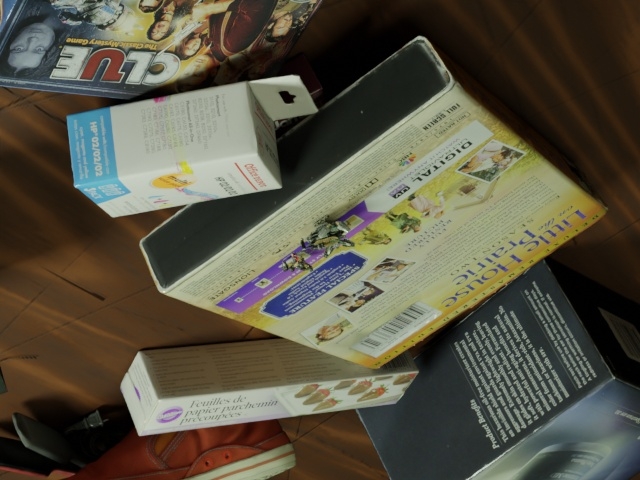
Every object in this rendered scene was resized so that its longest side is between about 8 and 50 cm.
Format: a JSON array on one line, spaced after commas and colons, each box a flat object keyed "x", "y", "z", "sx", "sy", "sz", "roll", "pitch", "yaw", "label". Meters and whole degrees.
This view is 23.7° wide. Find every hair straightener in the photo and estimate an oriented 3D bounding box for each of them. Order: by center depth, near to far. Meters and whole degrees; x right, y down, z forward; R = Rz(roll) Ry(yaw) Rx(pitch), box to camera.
[{"x": -0.246, "y": 0.216, "z": 1.569, "sx": 0.089, "sy": 0.047, "sz": 0.230, "roll": -35, "pitch": 147, "yaw": 12, "label": "hair straightener"}]

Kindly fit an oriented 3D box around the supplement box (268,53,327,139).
[{"x": -0.021, "y": -0.108, "z": 1.280, "sx": 0.055, "sy": 0.043, "sz": 0.083, "roll": -26, "pitch": 147, "yaw": -2, "label": "supplement box"}]

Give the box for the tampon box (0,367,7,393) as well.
[{"x": -0.322, "y": 0.050, "z": 1.207, "sx": 0.101, "sy": 0.120, "sz": 0.161, "roll": -18, "pitch": 147, "yaw": -14, "label": "tampon box"}]

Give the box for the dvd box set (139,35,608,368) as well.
[{"x": 0.069, "y": -0.014, "z": 1.414, "sx": 0.307, "sy": 0.062, "sz": 0.420, "roll": -35, "pitch": 154, "yaw": 16, "label": "dvd box set"}]

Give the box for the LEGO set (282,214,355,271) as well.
[{"x": -0.003, "y": 0.000, "z": 1.280, "sx": 0.083, "sy": 0.023, "sz": 0.054, "roll": -27, "pitch": 155, "yaw": 31, "label": "LEGO set"}]

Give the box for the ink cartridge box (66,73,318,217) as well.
[{"x": -0.093, "y": -0.072, "z": 1.188, "sx": 0.181, "sy": 0.062, "sz": 0.104, "roll": -10, "pitch": 167, "yaw": 7, "label": "ink cartridge box"}]

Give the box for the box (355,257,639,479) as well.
[{"x": 0.255, "y": 0.204, "z": 1.800, "sx": 0.294, "sy": 0.183, "sz": 0.296, "roll": -39, "pitch": 146, "yaw": 21, "label": "box"}]

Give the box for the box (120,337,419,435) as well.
[{"x": -0.047, "y": 0.145, "z": 1.599, "sx": 0.324, "sy": 0.067, "sz": 0.063, "roll": -4, "pitch": 141, "yaw": -34, "label": "box"}]

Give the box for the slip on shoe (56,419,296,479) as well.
[{"x": -0.176, "y": 0.231, "z": 1.571, "sx": 0.331, "sy": 0.101, "sz": 0.123, "roll": -12, "pitch": 166, "yaw": -36, "label": "slip on shoe"}]

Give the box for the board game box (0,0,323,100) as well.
[{"x": -0.118, "y": -0.174, "z": 1.115, "sx": 0.243, "sy": 0.042, "sz": 0.165, "roll": 2, "pitch": 138, "yaw": -38, "label": "board game box"}]
